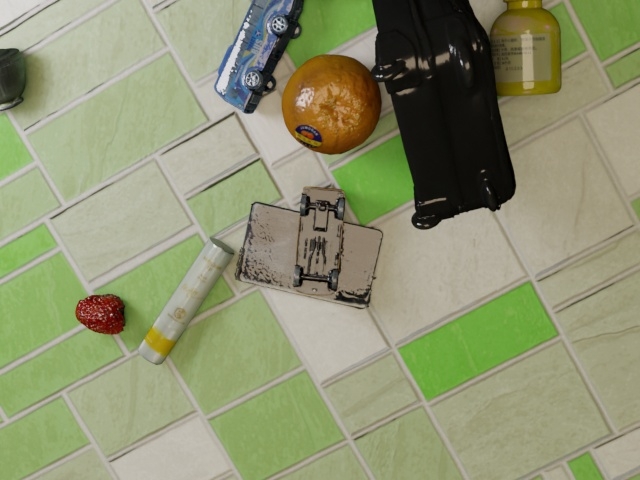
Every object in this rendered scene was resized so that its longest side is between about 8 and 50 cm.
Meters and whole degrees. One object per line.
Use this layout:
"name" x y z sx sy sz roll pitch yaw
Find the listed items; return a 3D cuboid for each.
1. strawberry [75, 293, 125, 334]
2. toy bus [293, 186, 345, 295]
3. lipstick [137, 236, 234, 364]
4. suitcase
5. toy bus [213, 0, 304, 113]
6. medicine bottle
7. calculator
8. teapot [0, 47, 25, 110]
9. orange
"strawberry" -0.415 0.138 1.930 0.096 0.083 0.083 7 101 -8
"toy bus" 0.000 0.000 1.849 0.083 0.088 0.195 6 97 3
"lipstick" -0.254 0.114 1.924 0.059 0.059 0.264 34 100 -2
"suitcase" 0.189 -0.238 1.666 0.188 0.339 0.345 -16 126 7
"toy bus" -0.108 -0.348 1.824 0.094 0.079 0.237 30 102 15
"medicine bottle" 0.352 -0.359 1.758 0.121 0.122 0.213 -3 100 5
"calculator" -0.019 0.028 1.910 0.261 0.021 0.161 14 100 1
"teapot" -0.604 -0.284 1.855 0.149 0.111 0.108 -13 113 1
"orange" 0.019 -0.239 1.790 0.177 0.155 0.178 2 109 5
